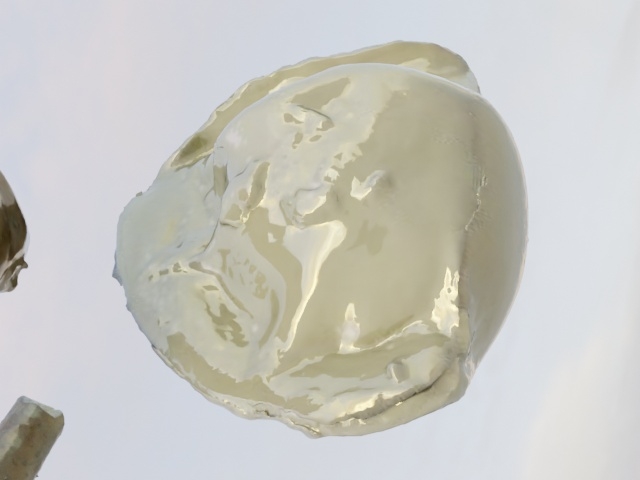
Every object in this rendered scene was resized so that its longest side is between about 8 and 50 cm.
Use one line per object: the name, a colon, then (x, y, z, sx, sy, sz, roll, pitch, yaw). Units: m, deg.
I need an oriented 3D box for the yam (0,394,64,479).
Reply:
yam: (-0.361, 0.295, 1.688, 0.317, 0.071, 0.067, -63, 1, -36)

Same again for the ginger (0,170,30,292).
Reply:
ginger: (-0.318, 0.002, 0.951, 0.256, 0.176, 0.375, 46, -147, -18)

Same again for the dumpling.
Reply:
dumpling: (0.000, 0.000, 1.210, 0.233, 0.315, 0.395, 72, -166, -45)
